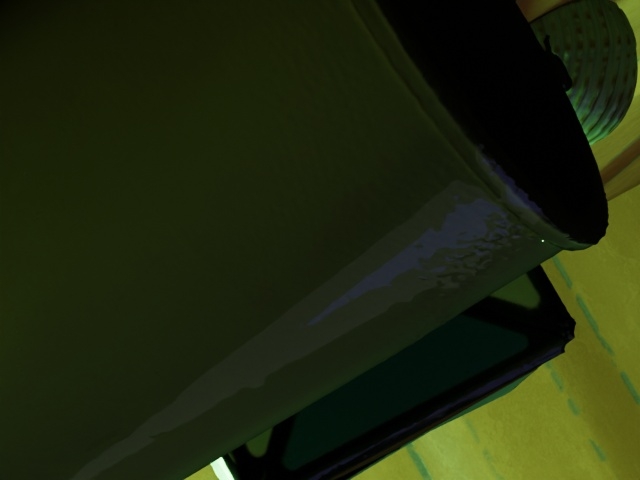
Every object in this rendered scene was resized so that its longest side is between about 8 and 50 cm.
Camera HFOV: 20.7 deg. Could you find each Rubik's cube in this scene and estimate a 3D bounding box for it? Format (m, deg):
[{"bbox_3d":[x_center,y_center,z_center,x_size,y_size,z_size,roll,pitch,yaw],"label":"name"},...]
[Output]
[{"bbox_3d":[0.001,0.038,1.219,0.250,0.246,0.248,-28,173,-11],"label":"Rubik's cube"}]

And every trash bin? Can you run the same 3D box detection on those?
[{"bbox_3d":[-0.047,-0.029,0.731,0.262,0.217,0.277,-32,166,20],"label":"trash bin"}]

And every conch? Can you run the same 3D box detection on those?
[{"bbox_3d":[0.210,-0.134,1.446,0.135,0.102,0.153,-49,165,22],"label":"conch"}]
